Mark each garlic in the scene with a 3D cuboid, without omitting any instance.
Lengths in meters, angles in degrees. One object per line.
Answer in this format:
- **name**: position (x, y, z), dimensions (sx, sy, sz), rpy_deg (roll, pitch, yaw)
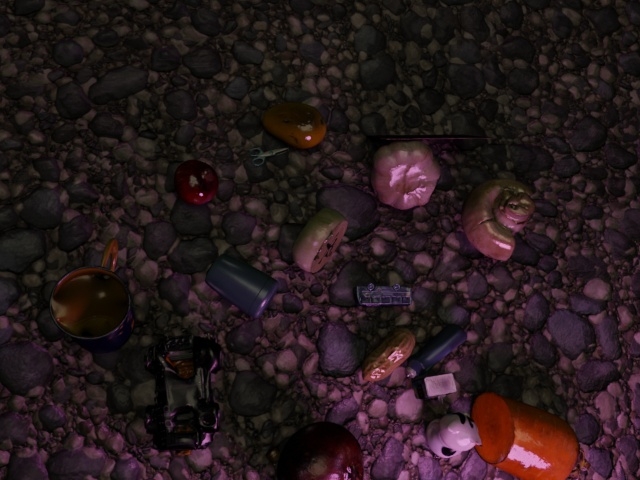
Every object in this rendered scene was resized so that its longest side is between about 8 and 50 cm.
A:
- **garlic**: position (0.252, -0.214, 2.008), dimensions (0.219, 0.218, 0.212), rpy_deg (19, 29, -4)

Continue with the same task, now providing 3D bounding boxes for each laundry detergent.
- **laundry detergent**: position (0.311, 0.313, 1.862), dimensions (0.206, 0.097, 0.061), rpy_deg (-36, 98, -20)

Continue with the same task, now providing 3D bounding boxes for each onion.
- **onion**: position (-0.347, -0.165, 1.882), dimensions (0.131, 0.131, 0.131), rpy_deg (3, 71, -10)

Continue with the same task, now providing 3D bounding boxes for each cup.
- **cup**: position (-0.527, 0.149, 1.670), dimensions (0.178, 0.256, 0.255), rpy_deg (37, 70, 2)

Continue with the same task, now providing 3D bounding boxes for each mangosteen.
- **mangosteen**: position (-0.027, 0.566, 1.671), dimensions (0.262, 0.235, 0.235), rpy_deg (-2, 66, 34)

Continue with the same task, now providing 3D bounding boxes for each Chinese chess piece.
- **Chinese chess piece**: position (0.000, 0.000, 1.857), dimensions (0.083, 0.188, 0.188), rpy_deg (33, 69, 14)

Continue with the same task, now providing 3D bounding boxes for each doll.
- **doll**: position (0.349, 0.510, 1.769), dimensions (0.111, 0.180, 0.106), rpy_deg (21, 56, -3)

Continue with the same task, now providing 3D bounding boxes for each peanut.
- **peanut**: position (0.188, 0.316, 1.842), dimensions (0.194, 0.093, 0.083), rpy_deg (-42, 111, -23)

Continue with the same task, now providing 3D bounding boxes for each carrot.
- **carrot**: position (0.572, 0.548, 1.780), dimensions (0.331, 0.193, 0.214), rpy_deg (22, 29, -7)

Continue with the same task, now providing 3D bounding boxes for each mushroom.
- **mushroom**: position (0.516, -0.081, 1.982), dimensions (0.189, 0.195, 0.253), rpy_deg (20, 66, 0)

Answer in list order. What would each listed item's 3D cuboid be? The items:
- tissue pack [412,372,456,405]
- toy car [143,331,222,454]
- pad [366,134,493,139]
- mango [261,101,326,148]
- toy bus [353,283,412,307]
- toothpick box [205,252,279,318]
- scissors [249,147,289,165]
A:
- **tissue pack**: position (0.310, 0.407, 1.823), dimensions (0.085, 0.111, 0.079), rpy_deg (-7, 75, -13)
- **toy car**: position (-0.348, 0.386, 1.702), dimensions (0.193, 0.118, 0.301), rpy_deg (-2, 73, -2)
- **pad**: position (0.323, -0.311, 2.021), dimensions (0.331, 0.220, 0.004), rpy_deg (-2, 102, -11)
- **mango**: position (-0.079, -0.347, 2.007), dimensions (0.195, 0.098, 0.137), rpy_deg (9, 74, -3)
- **toy bus**: position (0.178, 0.157, 1.915), dimensions (0.166, 0.047, 0.065), rpy_deg (1, 76, -11)
- **toothpick box**: position (-0.215, 0.117, 1.816), dimensions (0.184, 0.120, 0.120), rpy_deg (32, 69, 4)
- **scissors**: position (-0.151, -0.260, 2.006), dimensions (0.119, 0.014, 0.058), rpy_deg (-16, 77, -12)
